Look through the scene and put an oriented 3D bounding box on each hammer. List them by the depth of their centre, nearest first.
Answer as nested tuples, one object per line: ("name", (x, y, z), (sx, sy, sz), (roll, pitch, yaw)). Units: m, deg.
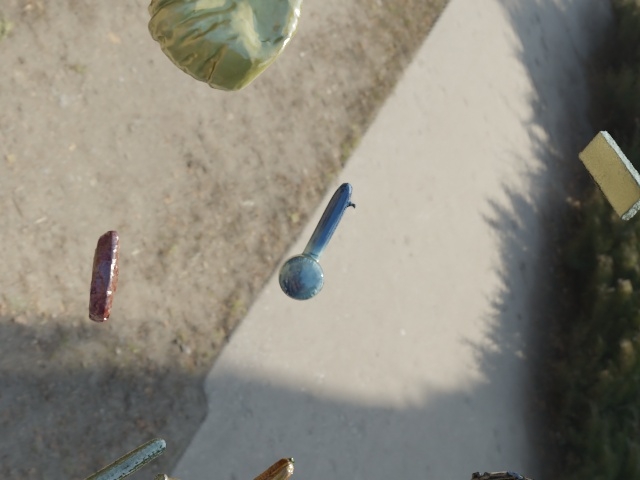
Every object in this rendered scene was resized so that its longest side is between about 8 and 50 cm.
("hammer", (0.000, 0.000, 1.511), (0.069, 0.194, 0.116), (28, -1, -2))

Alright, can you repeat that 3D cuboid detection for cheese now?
("cheese", (-0.141, -0.336, 1.448), (0.214, 0.117, 0.226), (34, 59, -15))

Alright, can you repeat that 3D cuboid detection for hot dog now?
("hot dog", (-0.093, 0.431, 1.778), (0.037, 0.122, 0.049), (50, 6, -13))

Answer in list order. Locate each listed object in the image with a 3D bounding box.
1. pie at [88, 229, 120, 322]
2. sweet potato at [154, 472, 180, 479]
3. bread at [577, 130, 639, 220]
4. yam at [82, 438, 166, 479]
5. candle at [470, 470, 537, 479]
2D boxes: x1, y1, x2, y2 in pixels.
("pie", (-0.413, 0.068, 1.926), (0.049, 0.182, 0.183), (8, 56, -9))
("sweet potato", (-0.274, 0.512, 1.879), (0.081, 0.233, 0.062), (-16, 44, -28))
("bread", (0.503, -0.113, 1.718), (0.028, 0.068, 0.154), (-1, 50, -36))
("yam", (-0.197, 0.226, 0.991), (0.116, 0.021, 0.021), (-25, 95, -48))
("candle", (0.222, 0.428, 1.095), (0.187, 0.187, 0.330), (49, 39, -33))
